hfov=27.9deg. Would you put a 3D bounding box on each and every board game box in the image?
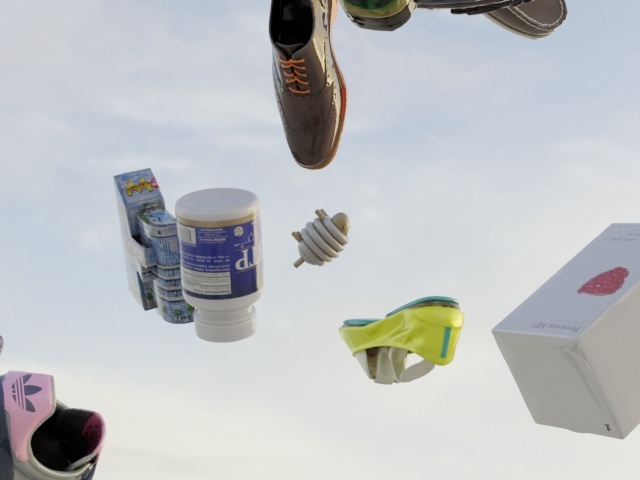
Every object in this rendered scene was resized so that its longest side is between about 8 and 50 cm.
[{"bbox_3d":[-0.241,0.004,1.831,0.060,0.194,0.194,-14,19,-17],"label":"board game box"}]

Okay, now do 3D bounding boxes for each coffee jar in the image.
[{"bbox_3d":[0.046,-0.286,1.230,0.079,0.096,0.184,11,-25,23],"label":"coffee jar"}]

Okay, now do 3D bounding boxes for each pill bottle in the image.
[{"bbox_3d":[-0.130,0.033,1.696,0.112,0.186,0.112,-2,20,1],"label":"pill bottle"}]

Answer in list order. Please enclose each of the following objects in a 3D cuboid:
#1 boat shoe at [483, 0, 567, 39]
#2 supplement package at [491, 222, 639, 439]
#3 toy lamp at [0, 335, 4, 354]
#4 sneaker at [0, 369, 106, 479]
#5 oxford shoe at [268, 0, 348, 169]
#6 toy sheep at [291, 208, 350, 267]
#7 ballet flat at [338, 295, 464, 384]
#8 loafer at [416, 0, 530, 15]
[{"bbox_3d":[0.231,-0.406,1.759,0.324,0.116,0.097,48,-13,-14],"label":"boat shoe"},{"bbox_3d":[0.425,0.121,1.844,0.177,0.293,0.175,1,-57,55],"label":"supplement package"},{"bbox_3d":[-0.364,0.214,1.276,0.080,0.274,0.080,-3,-36,-3],"label":"toy lamp"},{"bbox_3d":[-0.236,0.207,1.148,0.131,0.112,0.319,-17,-28,7],"label":"sneaker"},{"bbox_3d":[-0.029,-0.214,1.581,0.097,0.271,0.098,2,17,22],"label":"oxford shoe"},{"bbox_3d":[0.000,0.000,2.282,0.132,0.091,0.091,-43,-41,13],"label":"toy sheep"},{"bbox_3d":[0.076,0.109,1.325,0.077,0.077,0.231,5,-12,-22],"label":"ballet flat"},{"bbox_3d":[0.221,-0.284,1.331,0.303,0.109,0.095,-14,-33,17],"label":"loafer"}]
